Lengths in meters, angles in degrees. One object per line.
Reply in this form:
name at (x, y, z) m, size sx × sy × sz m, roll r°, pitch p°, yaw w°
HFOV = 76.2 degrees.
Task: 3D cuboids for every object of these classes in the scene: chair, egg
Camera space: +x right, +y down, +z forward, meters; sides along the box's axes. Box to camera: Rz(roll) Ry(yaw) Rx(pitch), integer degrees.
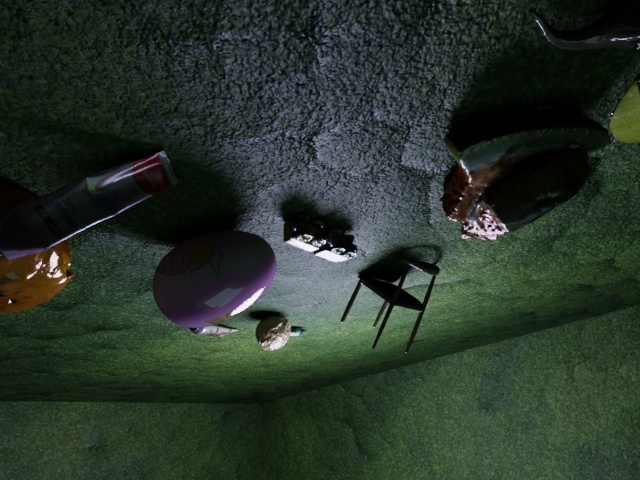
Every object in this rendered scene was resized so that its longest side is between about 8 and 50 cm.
chair at (0.210, 0.160, 1.185) m, size 0.188 × 0.166 × 0.272 m, roll 19°, pitch 99°, yaw -40°
egg at (-0.222, 0.075, 0.853) m, size 0.271 × 0.197 × 0.196 m, roll -31°, pitch 145°, yaw 28°
egg at (-0.163, 0.316, 1.400) m, size 0.118 × 0.116 × 0.140 m, roll -26°, pitch 173°, yaw 22°

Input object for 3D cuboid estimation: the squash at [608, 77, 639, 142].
squash at (0.600, -0.202, 0.680) m, size 0.191 × 0.085 × 0.184 m, roll -12°, pitch 151°, yaw 10°

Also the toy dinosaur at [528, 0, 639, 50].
toy dinosaur at (0.381, -0.308, 0.494) m, size 0.178 × 0.087 × 0.187 m, roll 34°, pitch 125°, yaw -1°

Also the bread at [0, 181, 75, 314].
bread at (-0.589, 0.018, 0.674) m, size 0.311 × 0.173 × 0.312 m, roll -11°, pitch 152°, yaw -6°

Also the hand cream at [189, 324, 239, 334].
hand cream at (-0.371, 0.309, 1.411) m, size 0.080 × 0.050 × 0.234 m, roll -20°, pitch 156°, yaw 13°

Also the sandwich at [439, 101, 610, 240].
sandwich at (0.330, -0.086, 0.741) m, size 0.250 × 0.162 × 0.301 m, roll -1°, pitch 149°, yaw -5°

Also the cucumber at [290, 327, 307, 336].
cucumber at (-0.119, 0.348, 1.557) m, size 0.154 × 0.037 × 0.037 m, roll 4°, pitch 150°, yaw -24°

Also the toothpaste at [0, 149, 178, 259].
toothpaste at (-0.362, -0.049, 0.614) m, size 0.300 × 0.048 × 0.075 m, roll -33°, pitch 125°, yaw -22°

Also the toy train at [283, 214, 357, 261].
toy train at (0.000, 0.000, 0.915) m, size 0.081 × 0.060 × 0.202 m, roll -25°, pitch 147°, yaw 39°
